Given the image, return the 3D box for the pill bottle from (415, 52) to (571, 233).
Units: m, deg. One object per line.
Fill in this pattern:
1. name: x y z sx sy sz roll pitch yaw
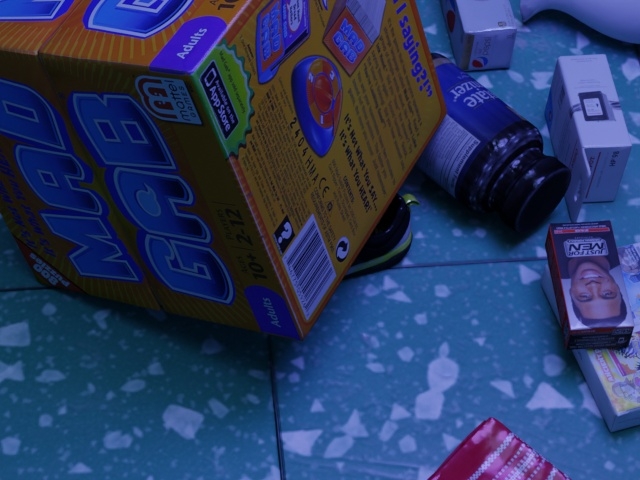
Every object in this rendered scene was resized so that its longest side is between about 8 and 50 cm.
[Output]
1. pill bottle: 0.176 -0.109 1.885 0.123 0.123 0.219 -36 63 -26

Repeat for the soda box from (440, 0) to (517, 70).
1. soda box: 0.189 -0.316 2.073 0.069 0.074 0.216 -6 53 -7

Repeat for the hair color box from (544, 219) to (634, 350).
1. hair color box: 0.288 0.047 1.766 0.072 0.043 0.141 -4 54 -4

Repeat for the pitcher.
1. pitcher: 0.367 -0.341 2.052 0.207 0.125 0.178 11 91 11

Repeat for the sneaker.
1. sneaker: 0.000 0.000 1.809 0.234 0.097 0.084 -24 57 -19

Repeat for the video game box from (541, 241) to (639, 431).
1. video game box: 0.364 0.095 1.788 0.187 0.048 0.205 -11 54 -13

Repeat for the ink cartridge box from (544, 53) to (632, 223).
1. ink cartridge box: 0.313 -0.116 1.910 0.060 0.104 0.180 -3 54 -7

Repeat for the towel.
1. towel: 0.214 0.310 1.617 0.275 0.031 0.199 36 58 25

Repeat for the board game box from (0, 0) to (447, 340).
1. board game box: -0.131 -0.170 1.711 0.356 0.357 0.356 10 50 31
